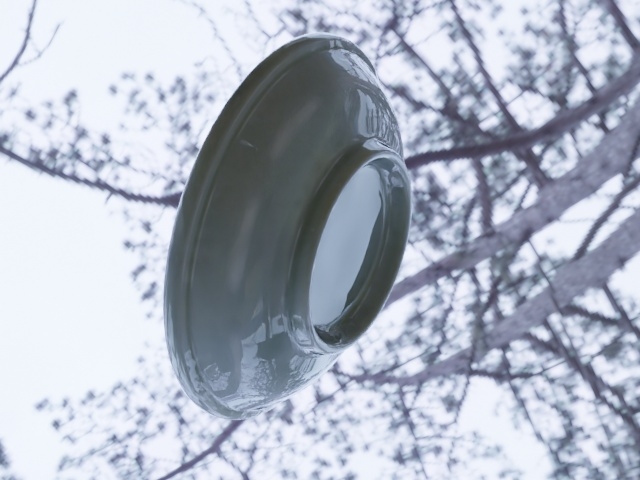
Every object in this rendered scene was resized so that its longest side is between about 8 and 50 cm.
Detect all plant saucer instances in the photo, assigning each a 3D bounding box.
[{"bbox_3d":[0.000,0.000,1.281,0.101,0.400,0.400,19,-126,26],"label":"plant saucer"}]
